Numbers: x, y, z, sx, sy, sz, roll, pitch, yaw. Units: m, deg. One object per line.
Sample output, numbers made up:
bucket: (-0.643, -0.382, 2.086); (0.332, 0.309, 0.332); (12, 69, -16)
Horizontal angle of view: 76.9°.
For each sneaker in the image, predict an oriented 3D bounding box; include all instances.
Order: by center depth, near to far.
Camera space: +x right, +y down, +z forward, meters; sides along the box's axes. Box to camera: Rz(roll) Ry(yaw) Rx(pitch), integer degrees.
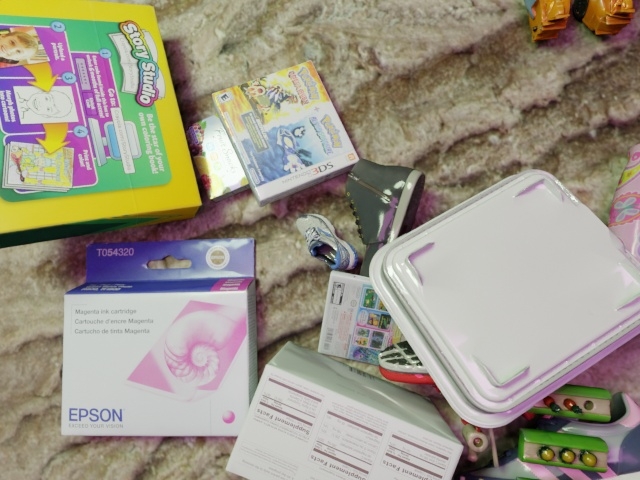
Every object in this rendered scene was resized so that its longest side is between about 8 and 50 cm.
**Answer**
sneaker: (0.221, 0.225, 0.614); (0.279, 0.107, 0.118); (10, 95, -8)
sneaker: (0.351, 0.325, 0.626); (0.319, 0.112, 0.131); (-13, 65, 3)
sneaker: (0.000, 0.000, 0.668); (0.135, 0.058, 0.052); (40, 122, 29)
sneaker: (0.086, -0.023, 0.684); (0.118, 0.083, 0.221); (22, 98, 27)

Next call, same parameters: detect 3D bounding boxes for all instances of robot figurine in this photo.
robot figurine: (0.426, -0.489, 0.675); (0.211, 0.085, 0.290); (-4, 86, 3)

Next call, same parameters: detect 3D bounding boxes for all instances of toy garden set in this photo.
toy garden set: (0.277, 0.315, 0.538); (0.204, 0.049, 0.244); (5, 87, 6)

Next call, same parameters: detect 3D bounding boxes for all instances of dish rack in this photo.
dish rack: (0.266, 0.053, 0.554); (0.333, 0.072, 0.285); (-29, 67, -9)

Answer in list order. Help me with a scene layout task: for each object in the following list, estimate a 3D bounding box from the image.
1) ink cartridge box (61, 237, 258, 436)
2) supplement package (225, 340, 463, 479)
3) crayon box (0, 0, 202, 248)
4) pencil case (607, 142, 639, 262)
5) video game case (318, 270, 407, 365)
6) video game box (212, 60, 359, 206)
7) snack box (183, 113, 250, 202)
ink cartridge box: (-0.275, 0.161, 0.694); (0.325, 0.071, 0.329); (-3, 87, 5)
supplement package: (0.033, 0.277, 0.591); (0.262, 0.204, 0.145); (21, 86, 6)
crayon box: (-0.391, -0.193, 0.642); (0.313, 0.106, 0.362); (-12, 84, -28)
pencil case: (0.515, -0.008, 0.621); (0.124, 0.124, 0.283); (13, 88, 5)
video game case: (0.076, 0.132, 0.658); (0.143, 0.019, 0.157); (11, 114, 5)
video game box: (-0.059, -0.185, 0.693); (0.187, 0.048, 0.205); (-24, 84, -13)
snack box: (-0.173, -0.152, 0.722); (0.100, 0.037, 0.141); (-23, 84, 1)
